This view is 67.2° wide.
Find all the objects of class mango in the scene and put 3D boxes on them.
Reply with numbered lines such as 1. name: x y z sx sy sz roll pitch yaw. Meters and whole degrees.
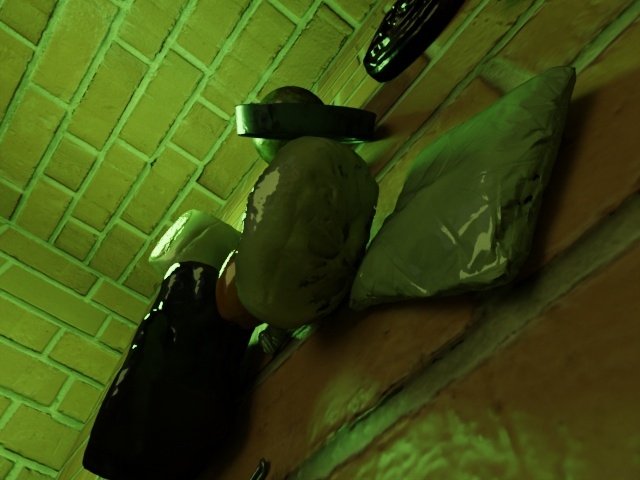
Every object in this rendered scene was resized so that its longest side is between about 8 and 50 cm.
1. mango: -0.081 0.048 0.849 0.253 0.138 0.113 -38 6 -32

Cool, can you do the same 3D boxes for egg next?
1. egg: -0.082 -0.321 1.377 0.238 0.238 0.289 -59 -13 -12

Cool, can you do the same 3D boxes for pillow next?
1. pillow: 0.149 -0.051 0.569 0.280 0.076 0.274 -62 16 -22

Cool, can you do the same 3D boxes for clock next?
1. clock: -0.033 -0.261 1.088 0.319 0.319 0.066 -149 60 -73

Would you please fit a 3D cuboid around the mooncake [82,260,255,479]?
1. mooncake: -0.260 0.248 0.875 0.350 0.212 0.381 -44 23 46

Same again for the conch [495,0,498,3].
1. conch: 0.346 -0.466 0.831 0.105 0.079 0.170 -69 23 6

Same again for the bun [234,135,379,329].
1. bun: 0.000 0.000 0.689 0.287 0.146 0.287 -52 -25 -38

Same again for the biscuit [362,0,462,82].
1. biscuit: 0.258 -0.620 1.317 0.407 0.091 0.407 -47 19 22

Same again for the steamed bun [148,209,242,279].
1. steamed bun: -0.373 0.048 1.566 0.272 0.273 0.290 -7 52 47

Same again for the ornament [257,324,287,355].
1. ornament: -0.083 0.165 0.850 0.092 0.041 0.068 -55 9 34

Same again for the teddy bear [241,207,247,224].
1. teddy bear: -0.075 -0.079 1.088 0.251 0.171 0.144 -44 -18 12

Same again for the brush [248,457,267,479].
1. brush: -0.141 0.399 0.608 0.266 0.027 0.062 -55 17 -11
